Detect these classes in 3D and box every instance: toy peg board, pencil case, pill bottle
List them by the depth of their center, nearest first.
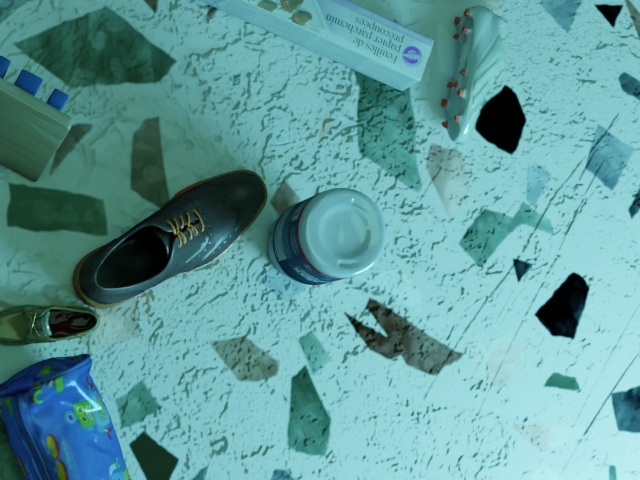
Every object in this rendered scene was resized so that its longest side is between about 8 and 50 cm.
[{"bbox_3d":[-0.275,0.284,1.477,0.119,0.133,0.306,-20,89,13],"label":"pencil case"},{"bbox_3d":[-0.366,-0.165,1.493,0.161,0.160,0.079,29,59,-14],"label":"toy peg board"},{"bbox_3d":[0.000,0.000,1.579,0.108,0.180,0.108,2,83,-19],"label":"pill bottle"}]

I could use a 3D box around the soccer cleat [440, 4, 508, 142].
[{"bbox_3d":[0.213,-0.223,1.743,0.076,0.068,0.196,14,76,-20],"label":"soccer cleat"}]

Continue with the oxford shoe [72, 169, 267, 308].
[{"bbox_3d":[-0.169,-0.003,1.564,0.271,0.098,0.097,-36,95,-19],"label":"oxford shoe"}]

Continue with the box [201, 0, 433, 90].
[{"bbox_3d":[-0.013,-0.289,1.672,0.324,0.067,0.063,22,77,-15],"label":"box"}]

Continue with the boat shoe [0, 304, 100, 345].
[{"bbox_3d":[-0.327,0.097,1.526,0.135,0.045,0.050,-7,86,-20],"label":"boat shoe"}]
